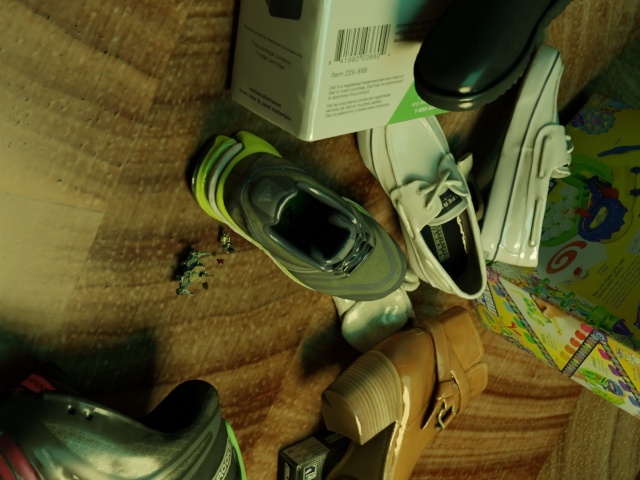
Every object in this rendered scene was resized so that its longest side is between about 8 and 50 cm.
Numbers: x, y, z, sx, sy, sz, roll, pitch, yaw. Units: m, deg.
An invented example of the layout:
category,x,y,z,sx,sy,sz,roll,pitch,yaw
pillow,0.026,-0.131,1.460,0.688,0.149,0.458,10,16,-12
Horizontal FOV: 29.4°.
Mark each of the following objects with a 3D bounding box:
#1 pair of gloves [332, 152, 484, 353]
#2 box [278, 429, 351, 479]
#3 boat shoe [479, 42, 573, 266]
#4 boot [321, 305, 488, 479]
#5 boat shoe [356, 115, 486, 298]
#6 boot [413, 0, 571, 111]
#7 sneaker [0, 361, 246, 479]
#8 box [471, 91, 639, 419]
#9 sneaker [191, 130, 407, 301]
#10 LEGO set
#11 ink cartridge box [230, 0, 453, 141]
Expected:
category,x,y,z,sx,sy,sz,roll,pitch,yaw
pair of gloves,0.110,0.026,1.431,0.240,0.042,0.204,-40,137,-16
box,0.029,0.312,1.539,0.191,0.045,0.184,-19,124,-35
boat shoe,0.249,-0.095,1.404,0.095,0.084,0.258,13,93,-85
boot,0.108,0.228,1.471,0.220,0.109,0.283,-31,123,-33
boat shoe,0.118,-0.047,1.313,0.096,0.088,0.267,-29,122,-18
boot,0.155,-0.258,1.050,0.246,0.094,0.207,-47,146,-27
sneaker,-0.288,0.215,1.103,0.483,0.185,0.202,-3,88,-40
box,0.371,0.018,1.473,0.290,0.279,0.177,-47,145,-16
sneaker,0.000,0.000,1.232,0.300,0.121,0.111,30,94,-46
LEGO set,-0.121,0.024,1.222,0.083,0.023,0.054,-35,140,-41
ink cartridge box,0.046,-0.257,1.115,0.211,0.121,0.289,-15,125,-39
